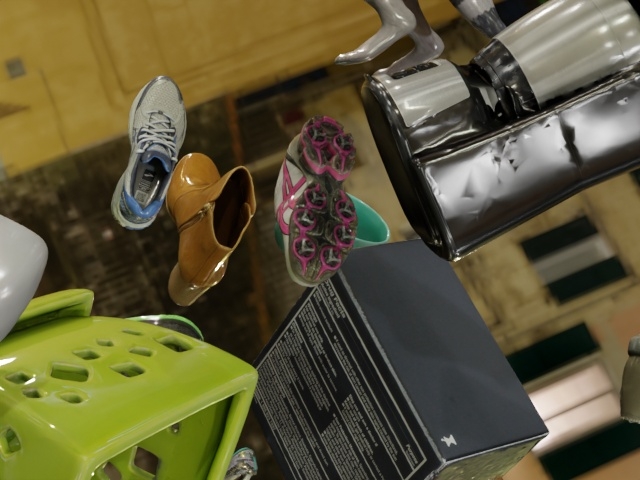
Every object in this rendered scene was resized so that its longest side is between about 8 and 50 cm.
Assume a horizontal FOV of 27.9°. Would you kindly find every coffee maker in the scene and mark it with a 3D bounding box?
[{"bbox_3d":[0.135,-0.057,0.792,0.171,0.178,0.120,63,-3,11],"label":"coffee maker"}]

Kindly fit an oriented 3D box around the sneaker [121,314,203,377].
[{"bbox_3d":[-0.346,0.268,1.707,0.202,0.483,0.185,23,-39,59],"label":"sneaker"}]

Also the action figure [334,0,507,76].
[{"bbox_3d":[0.057,-0.304,1.057,0.341,0.179,0.330,-13,94,-64],"label":"action figure"}]

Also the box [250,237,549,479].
[{"bbox_3d":[0.081,0.203,1.593,0.296,0.183,0.294,62,-39,25],"label":"box"}]

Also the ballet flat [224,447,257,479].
[{"bbox_3d":[-0.112,0.271,1.409,0.041,0.114,0.041,41,24,-23],"label":"ballet flat"}]

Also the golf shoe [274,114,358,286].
[{"bbox_3d":[-0.009,-0.026,1.213,0.086,0.067,0.186,-48,-152,45],"label":"golf shoe"}]

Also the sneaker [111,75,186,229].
[{"bbox_3d":[-0.139,-0.076,1.098,0.058,0.052,0.135,168,-67,-70],"label":"sneaker"}]

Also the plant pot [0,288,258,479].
[{"bbox_3d":[-0.217,0.173,1.034,0.207,0.227,0.228,29,-66,22],"label":"plant pot"}]

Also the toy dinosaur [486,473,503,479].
[{"bbox_3d":[0.133,0.290,1.239,0.064,0.112,0.211,46,-32,8],"label":"toy dinosaur"}]

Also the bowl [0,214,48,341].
[{"bbox_3d":[-0.255,0.023,0.815,0.142,0.142,0.053,-49,-160,53],"label":"bowl"}]

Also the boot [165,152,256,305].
[{"bbox_3d":[-0.157,-0.060,1.951,0.211,0.104,0.295,-48,-149,47],"label":"boot"}]

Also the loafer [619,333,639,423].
[{"bbox_3d":[0.331,0.175,1.150,0.094,0.087,0.251,10,-25,50],"label":"loafer"}]

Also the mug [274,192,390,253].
[{"bbox_3d":[0.003,-0.003,1.738,0.097,0.158,0.129,-60,-163,25],"label":"mug"}]
